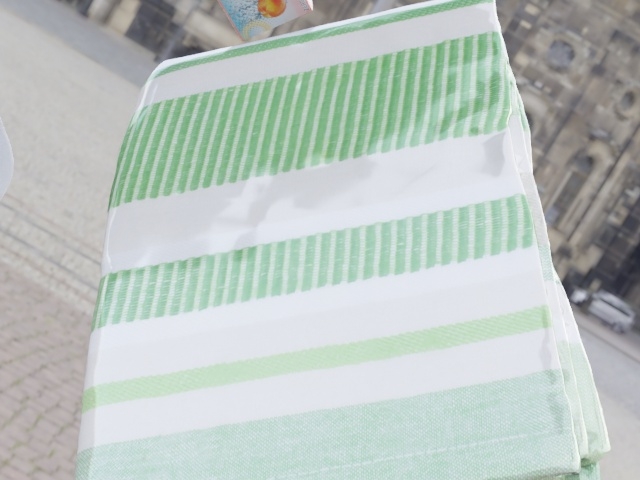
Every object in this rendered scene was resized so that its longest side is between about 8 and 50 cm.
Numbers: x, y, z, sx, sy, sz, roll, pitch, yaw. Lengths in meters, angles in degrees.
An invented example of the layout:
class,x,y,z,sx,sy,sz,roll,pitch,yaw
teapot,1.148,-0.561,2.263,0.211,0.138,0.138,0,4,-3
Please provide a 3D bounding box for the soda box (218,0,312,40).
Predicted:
class,x,y,z,sx,sy,sz,roll,pitch,yaw
soda box,-0.068,-0.226,0.706,0.063,0.058,0.183,-94,159,-47

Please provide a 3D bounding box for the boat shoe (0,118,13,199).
class,x,y,z,sx,sy,sz,roll,pitch,yaw
boat shoe,-0.293,-0.125,0.771,0.084,0.258,0.095,27,46,21

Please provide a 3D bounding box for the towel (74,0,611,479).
class,x,y,z,sx,sy,sz,roll,pitch,yaw
towel,0.000,0.000,0.570,0.038,0.247,0.325,69,14,-50
